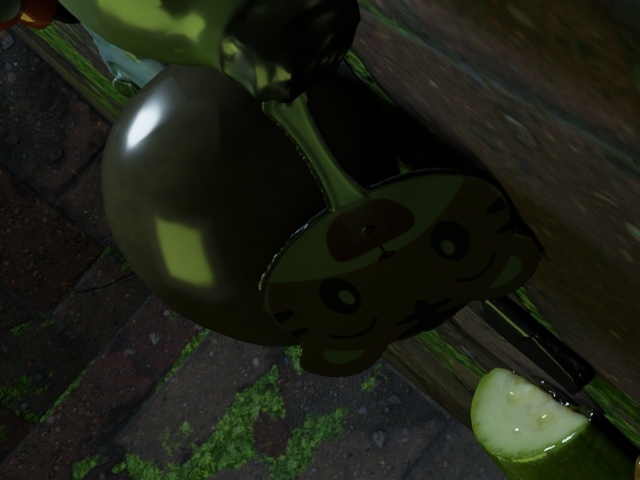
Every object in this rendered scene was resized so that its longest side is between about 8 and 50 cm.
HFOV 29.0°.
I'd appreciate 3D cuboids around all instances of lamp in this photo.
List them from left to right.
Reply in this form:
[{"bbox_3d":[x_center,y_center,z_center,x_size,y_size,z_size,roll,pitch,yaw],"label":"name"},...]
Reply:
[{"bbox_3d":[-0.080,-0.136,0.456,0.250,0.101,0.101,43,176,21],"label":"lamp"}]

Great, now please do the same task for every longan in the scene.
[{"bbox_3d":[-0.037,-0.028,0.718,0.189,0.189,0.189,41,175,4],"label":"longan"}]

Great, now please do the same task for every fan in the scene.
[{"bbox_3d":[0.022,-0.007,0.639,0.227,0.152,0.008,54,-167,-47],"label":"fan"}]

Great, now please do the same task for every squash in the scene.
[{"bbox_3d":[0.263,0.242,1.189,0.252,0.093,0.169,44,173,-25],"label":"squash"}]

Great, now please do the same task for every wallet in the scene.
[{"bbox_3d":[0.143,0.061,0.952,0.156,0.018,0.082,41,175,10],"label":"wallet"}]

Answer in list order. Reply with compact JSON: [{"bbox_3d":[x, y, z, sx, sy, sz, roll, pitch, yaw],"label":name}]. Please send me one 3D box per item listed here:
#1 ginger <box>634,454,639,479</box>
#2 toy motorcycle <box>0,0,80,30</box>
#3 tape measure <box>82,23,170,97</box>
[{"bbox_3d":[0.280,0.204,0.830,0.162,0.073,0.103,38,175,27],"label":"ginger"},{"bbox_3d":[-0.398,-0.304,1.233,0.325,0.148,0.221,35,-163,4],"label":"toy motorcycle"},{"bbox_3d":[-0.092,-0.103,0.925,0.164,0.084,0.330,45,174,9],"label":"tape measure"}]
